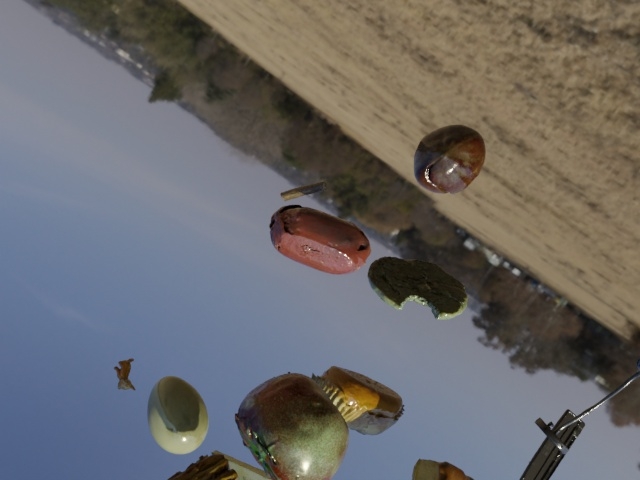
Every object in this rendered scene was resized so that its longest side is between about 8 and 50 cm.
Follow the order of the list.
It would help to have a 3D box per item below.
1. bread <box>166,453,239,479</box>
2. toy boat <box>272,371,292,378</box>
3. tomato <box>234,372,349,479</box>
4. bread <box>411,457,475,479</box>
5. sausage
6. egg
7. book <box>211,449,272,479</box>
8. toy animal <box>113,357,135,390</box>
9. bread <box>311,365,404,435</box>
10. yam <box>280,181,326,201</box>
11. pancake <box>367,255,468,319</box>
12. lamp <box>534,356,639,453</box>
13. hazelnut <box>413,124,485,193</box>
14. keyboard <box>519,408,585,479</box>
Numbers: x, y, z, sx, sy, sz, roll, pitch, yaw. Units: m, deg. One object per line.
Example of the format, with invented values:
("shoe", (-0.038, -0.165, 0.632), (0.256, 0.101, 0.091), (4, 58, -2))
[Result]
("bread", (-0.309, 0.755, 1.750), (0.192, 0.369, 0.314), (26, -142, 33))
("toy boat", (-0.141, 0.483, 2.212), (0.299, 0.134, 0.092), (40, -151, -78))
("tomato", (-0.063, 0.480, 1.739), (0.303, 0.239, 0.303), (46, 157, 26))
("bread", (0.394, 0.900, 2.183), (0.143, 0.332, 0.323), (-8, 146, 33))
("sausage", (0.000, 0.000, 1.797), (0.280, 0.152, 0.152), (21, -169, -15))
("egg", (-0.462, 0.560, 2.210), (0.188, 0.189, 0.253), (-8, -104, -80))
("book", (-0.244, 0.823, 2.286), (0.290, 0.201, 0.026), (10, -153, 37))
("toy animal", (-0.561, 0.394, 1.997), (0.083, 0.081, 0.060), (53, 174, 30))
("bread", (0.139, 0.555, 2.396), (0.389, 0.183, 0.236), (22, -162, -51))
("yam", (-0.051, -0.145, 2.026), (0.032, 0.146, 0.032), (39, -136, -53))
("pancake", (0.226, 0.106, 1.602), (0.254, 0.037, 0.253), (13, -154, -6))
("lamp", (0.724, 0.429, 1.744), (0.130, 0.371, 0.108), (46, -155, -23))
("hazelnut", (0.388, -0.258, 2.114), (0.218, 0.234, 0.218), (38, -168, -10))
("keyboard", (0.646, 0.590, 1.918), (0.087, 0.250, 0.017), (39, 173, -15))
